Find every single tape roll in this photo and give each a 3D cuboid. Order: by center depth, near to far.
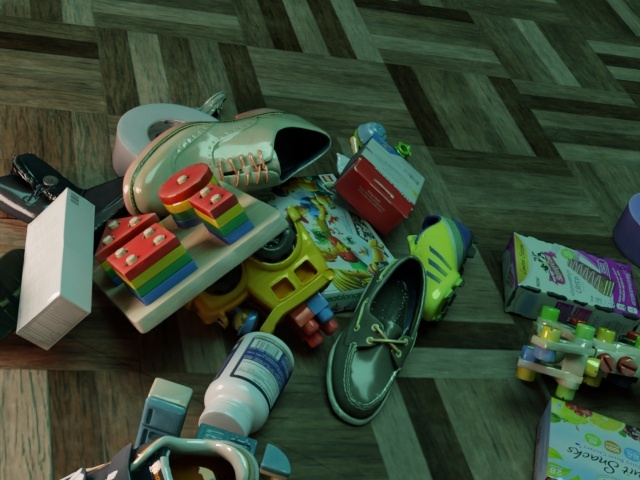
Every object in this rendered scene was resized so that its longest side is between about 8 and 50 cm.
[{"bbox_3d":[-0.262,-0.158,1.970,0.219,0.072,0.219,12,38,-9],"label":"tape roll"},{"bbox_3d":[0.690,-0.010,2.190,0.188,0.080,0.189,12,36,-9],"label":"tape roll"}]

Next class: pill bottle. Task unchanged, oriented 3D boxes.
[{"bbox_3d":[-0.107,0.213,1.540,0.094,0.094,0.169,23,37,6],"label":"pill bottle"}]

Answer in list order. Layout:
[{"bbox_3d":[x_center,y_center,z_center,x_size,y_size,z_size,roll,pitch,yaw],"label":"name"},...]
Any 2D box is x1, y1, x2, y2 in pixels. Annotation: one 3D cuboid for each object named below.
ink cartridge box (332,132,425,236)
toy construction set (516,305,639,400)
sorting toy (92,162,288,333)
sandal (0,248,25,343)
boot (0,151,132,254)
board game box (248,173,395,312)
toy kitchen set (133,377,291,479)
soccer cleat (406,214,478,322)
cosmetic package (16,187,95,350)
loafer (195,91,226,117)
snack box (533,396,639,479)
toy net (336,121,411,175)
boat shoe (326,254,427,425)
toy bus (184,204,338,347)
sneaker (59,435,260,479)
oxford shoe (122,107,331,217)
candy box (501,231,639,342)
[{"bbox_3d":[0.105,-0.097,1.972,0.134,0.078,0.231,43,23,-5],"label":"ink cartridge box"},{"bbox_3d":[0.460,0.206,1.743,0.327,0.151,0.215,28,5,-7],"label":"toy construction set"},{"bbox_3d":[-0.216,-0.009,1.602,0.257,0.089,0.255,-37,27,-13],"label":"sorting toy"},{"bbox_3d":[-0.478,0.100,1.538,0.120,0.086,0.303,53,23,1],"label":"sandal"},{"bbox_3d":[-0.401,-0.088,1.798,0.207,0.094,0.246,33,45,13],"label":"boot"},{"bbox_3d":[0.000,0.000,1.896,0.192,0.053,0.305,-7,44,-30],"label":"board game box"},{"bbox_3d":[-0.145,0.299,1.388,0.207,0.122,0.166,18,36,-1],"label":"toy kitchen set"},{"bbox_3d":[0.191,0.045,1.885,0.121,0.093,0.289,29,32,2],"label":"soccer cleat"},{"bbox_3d":[-0.379,0.038,1.578,0.060,0.099,0.239,38,25,-33],"label":"cosmetic package"},{"bbox_3d":[-0.219,-0.248,2.136,0.039,0.045,0.125,42,46,3],"label":"loafer"},{"bbox_3d":[0.425,0.344,1.624,0.207,0.070,0.174,19,36,3],"label":"snack box"},{"bbox_3d":[0.094,-0.154,2.151,0.122,0.045,0.232,43,41,-3],"label":"toy net"},{"bbox_3d":[0.092,0.145,1.685,0.109,0.091,0.305,30,47,-7],"label":"boat shoe"},{"bbox_3d":[-0.080,0.086,1.676,0.220,0.149,0.211,-36,85,-15],"label":"toy bus"},{"bbox_3d":[-0.225,0.304,1.267,0.321,0.127,0.126,-19,69,-12],"label":"sneaker"},{"bbox_3d":[-0.149,-0.135,1.819,0.146,0.141,0.397,12,32,42],"label":"oxford shoe"},{"bbox_3d":[0.448,0.084,1.969,0.233,0.071,0.159,14,37,-5],"label":"candy box"}]
